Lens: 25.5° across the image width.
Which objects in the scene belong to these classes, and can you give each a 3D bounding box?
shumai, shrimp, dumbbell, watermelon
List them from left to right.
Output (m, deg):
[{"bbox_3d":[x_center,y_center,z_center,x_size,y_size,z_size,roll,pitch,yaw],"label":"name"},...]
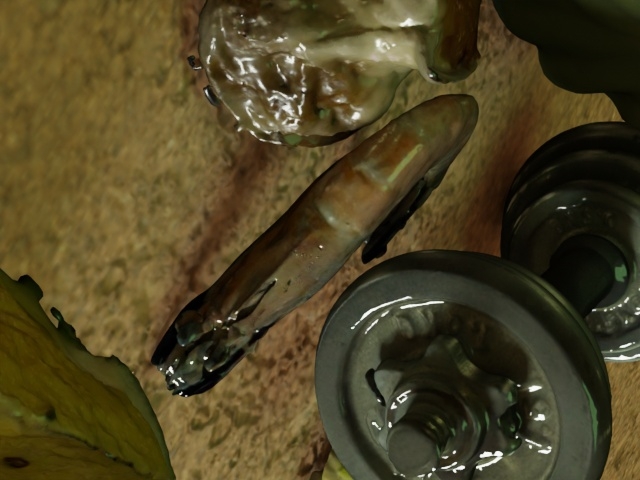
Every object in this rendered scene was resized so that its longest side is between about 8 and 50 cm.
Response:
[{"bbox_3d":[-0.158,0.031,0.452,0.123,0.129,0.301,-60,143,-7],"label":"watermelon"},{"bbox_3d":[0.000,0.000,0.755,0.219,0.046,0.152,-44,173,2],"label":"shrimp"},{"bbox_3d":[0.021,-0.102,0.670,0.145,0.116,0.146,-41,144,-38],"label":"shumai"},{"bbox_3d":[0.144,0.045,0.892,0.406,0.179,0.179,-33,138,-55],"label":"dumbbell"}]

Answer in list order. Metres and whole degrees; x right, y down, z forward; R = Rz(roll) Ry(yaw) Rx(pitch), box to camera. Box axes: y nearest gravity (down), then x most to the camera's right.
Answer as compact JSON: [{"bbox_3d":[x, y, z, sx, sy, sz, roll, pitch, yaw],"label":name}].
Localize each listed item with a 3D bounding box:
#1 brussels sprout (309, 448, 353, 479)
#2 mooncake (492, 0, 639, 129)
[{"bbox_3d":[0.070,0.176,0.954,0.151,0.122,0.149,-26,131,-51],"label":"brussels sprout"},{"bbox_3d":[0.260,-0.169,0.788,0.187,0.351,0.351,-59,151,-16],"label":"mooncake"}]
